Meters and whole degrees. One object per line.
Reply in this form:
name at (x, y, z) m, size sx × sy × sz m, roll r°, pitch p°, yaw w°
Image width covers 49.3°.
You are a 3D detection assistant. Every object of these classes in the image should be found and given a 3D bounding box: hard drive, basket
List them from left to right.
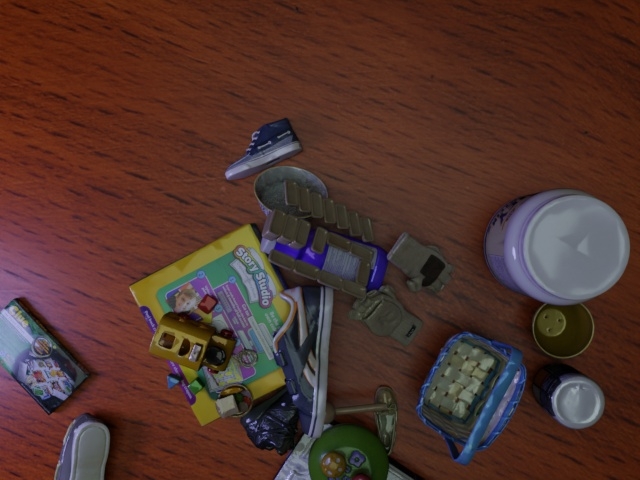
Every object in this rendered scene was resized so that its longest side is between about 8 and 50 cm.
hard drive at (0.070, 0.586, 1.614) m, size 0.339 × 0.064 × 0.237 m, roll 34°, pitch 91°, yaw 4°
basket at (0.328, 0.320, 1.491) m, size 0.201 × 0.289 × 0.254 m, roll 29°, pitch 93°, yaw 2°

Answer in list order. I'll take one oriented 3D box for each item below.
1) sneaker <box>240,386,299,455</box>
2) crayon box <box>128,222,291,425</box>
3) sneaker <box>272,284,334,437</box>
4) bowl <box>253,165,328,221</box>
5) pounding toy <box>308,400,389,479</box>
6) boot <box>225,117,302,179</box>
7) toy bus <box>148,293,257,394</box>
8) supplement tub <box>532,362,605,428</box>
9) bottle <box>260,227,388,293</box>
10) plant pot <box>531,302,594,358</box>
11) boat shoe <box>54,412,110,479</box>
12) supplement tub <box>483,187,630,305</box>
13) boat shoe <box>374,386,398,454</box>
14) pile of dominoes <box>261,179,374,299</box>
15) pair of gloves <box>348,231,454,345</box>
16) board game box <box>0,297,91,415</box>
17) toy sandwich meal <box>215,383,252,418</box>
sneaker at (-0.064, 0.404, 1.591) m, size 0.228 × 0.087 × 0.130 m, roll -35°, pitch 62°, yaw 5°
crayon box at (-0.210, 0.188, 1.605) m, size 0.313 × 0.106 × 0.362 m, roll -27°, pitch 91°, yaw 1°
sneaker at (-0.043, 0.255, 1.491) m, size 0.128 × 0.126 × 0.321 m, roll 3°, pitch 83°, yaw -3°
bowl at (-0.072, -0.086, 1.596) m, size 0.170 × 0.170 × 0.080 m, roll 16°, pitch 135°, yaw 2°
pounding toy at (0.061, 0.478, 1.529) m, size 0.183 × 0.110 × 0.236 m, roll 1°, pitch 89°, yaw 4°
boot at (-0.144, -0.212, 1.625) m, size 0.190 × 0.069 × 0.086 m, roll -24°, pitch 82°, yaw -6°
toy bus at (-0.265, 0.230, 1.500) m, size 0.202 × 0.104 × 0.191 m, roll -25°, pitch 91°, yaw 2°
supplement tub at (0.536, 0.335, 1.532) m, size 0.117 × 0.190 × 0.117 m, roll 0°, pitch 91°, yaw 3°
bottle at (0.008, 0.034, 1.565) m, size 0.283 × 0.092 × 0.118 m, roll 17°, pitch 86°, yaw -16°
plant pot at (0.536, 0.191, 1.578) m, size 0.134 × 0.095 × 0.134 m, roll 0°, pitch 91°, yaw 3°
boat shoe at (-0.565, 0.557, 1.631) m, size 0.109 × 0.091 × 0.304 m, roll 11°, pitch 94°, yaw -35°
supplement tub at (0.486, 0.012, 1.465) m, size 0.236 × 0.325 × 0.235 m, roll 0°, pitch 90°, yaw 2°
boat shoe at (0.152, 0.418, 1.620) m, size 0.056 × 0.048 × 0.153 m, roll 2°, pitch 91°, yaw 2°
pile of dominoes at (0.000, 0.000, 1.508) m, size 0.251 × 0.040 × 0.196 m, roll 24°, pitch 65°, yaw -20°
pair of gloves at (0.187, 0.109, 1.573) m, size 0.204 × 0.042 × 0.240 m, roll 26°, pitch 98°, yaw -38°
board game box at (-0.685, 0.276, 1.665) m, size 0.136 × 0.030 × 0.259 m, roll -44°, pitch 89°, yaw 4°
toy sandwich meal at (-0.192, 0.357, 1.542) m, size 0.086 × 0.029 × 0.085 m, roll 0°, pitch 94°, yaw 0°
